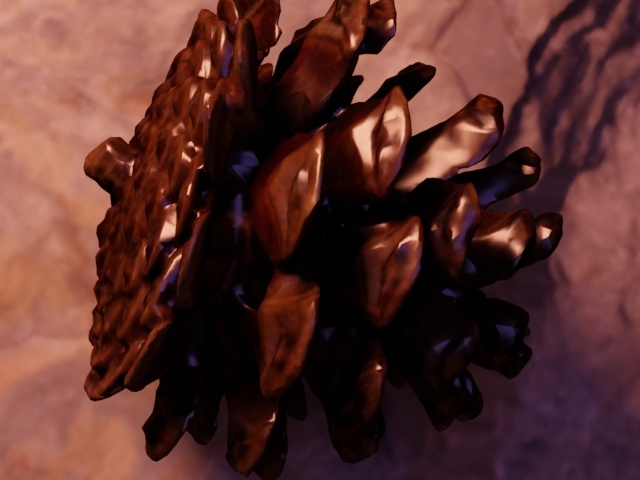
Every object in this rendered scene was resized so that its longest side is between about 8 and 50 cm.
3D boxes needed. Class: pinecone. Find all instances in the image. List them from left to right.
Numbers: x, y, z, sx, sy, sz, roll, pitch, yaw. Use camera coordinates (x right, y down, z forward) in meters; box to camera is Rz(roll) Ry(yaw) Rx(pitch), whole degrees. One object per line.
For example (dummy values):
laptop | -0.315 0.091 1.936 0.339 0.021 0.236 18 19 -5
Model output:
pinecone | 0.000 0.000 0.790 0.208 0.208 0.207 0 79 -1
